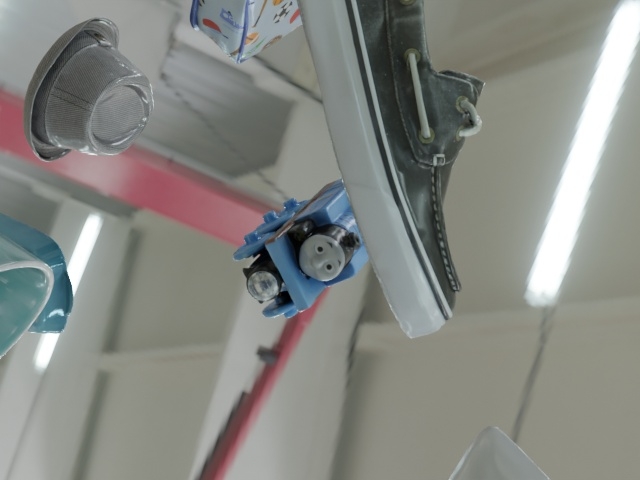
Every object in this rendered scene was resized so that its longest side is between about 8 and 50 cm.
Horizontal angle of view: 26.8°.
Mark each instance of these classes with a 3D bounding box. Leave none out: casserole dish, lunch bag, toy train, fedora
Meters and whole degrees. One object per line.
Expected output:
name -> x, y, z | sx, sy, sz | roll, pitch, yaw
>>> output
casserole dish -> -0.335, 0.036, 1.436 | 0.188, 0.037, 0.114 | 21, -64, 40
lunch bag -> -0.034, -0.383, 1.736 | 0.303, 0.115, 0.243 | -45, 169, -21
toy train -> 0.000, 0.000, 1.120 | 0.105, 0.080, 0.184 | -24, -171, 24
fedora -> -0.342, -0.215, 2.086 | 0.244, 0.124, 0.275 | -64, 166, 2

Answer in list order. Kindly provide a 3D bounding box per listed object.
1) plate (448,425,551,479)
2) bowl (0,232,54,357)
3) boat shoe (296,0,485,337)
plate -> 0.180, 0.374, 1.330 | 0.278, 0.045, 0.277 | 45, -63, 31
bowl -> -0.419, 0.062, 1.231 | 0.311, 0.163, 0.311 | -39, 170, -8
boat shoe -> 0.062, -0.099, 0.972 | 0.121, 0.119, 0.335 | -81, 156, -84
